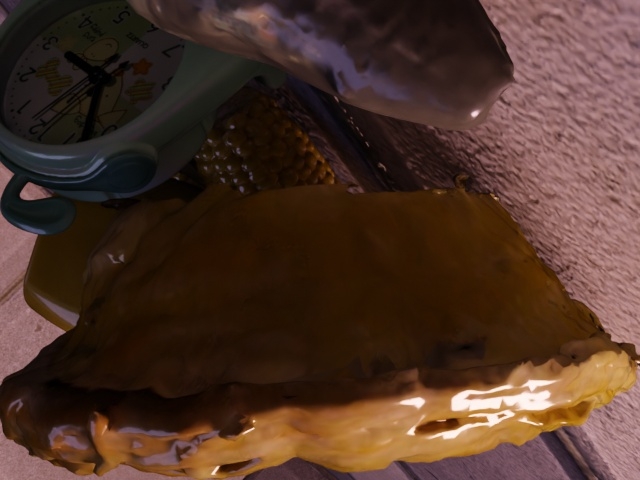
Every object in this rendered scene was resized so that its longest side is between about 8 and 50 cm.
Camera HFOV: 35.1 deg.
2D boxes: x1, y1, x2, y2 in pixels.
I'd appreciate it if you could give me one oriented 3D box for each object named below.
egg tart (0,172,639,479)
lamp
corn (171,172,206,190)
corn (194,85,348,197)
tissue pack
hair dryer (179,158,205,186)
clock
[{"bbox_3d":[-0.001,0.038,0.530,0.345,0.345,0.133,170,98,-74],"label":"egg tart"},{"bbox_3d":[-0.030,-0.118,0.401,0.250,0.101,0.101,37,166,18],"label":"lamp"},{"bbox_3d":[-0.108,-0.044,0.896,0.319,0.097,0.097,31,162,37],"label":"corn"},{"bbox_3d":[-0.005,0.002,0.725,0.260,0.091,0.091,57,-174,-34],"label":"corn"},{"bbox_3d":[-0.120,0.016,0.734,0.127,0.123,0.178,17,-175,7],"label":"tissue pack"},{"bbox_3d":[-0.145,-0.106,0.742,0.199,0.067,0.167,14,-154,-52],"label":"hair dryer"},{"bbox_3d":[-0.126,-0.089,0.582,0.148,0.188,0.060,39,166,27],"label":"clock"}]
